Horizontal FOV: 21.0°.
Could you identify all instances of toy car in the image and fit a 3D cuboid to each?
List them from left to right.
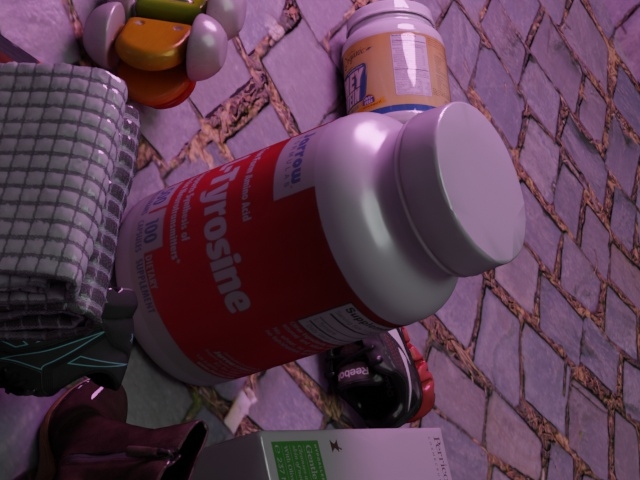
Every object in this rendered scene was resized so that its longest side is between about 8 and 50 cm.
[{"bbox_3d":[-0.174,-0.223,1.972,0.182,0.159,0.136,-70,165,-47],"label":"toy car"}]

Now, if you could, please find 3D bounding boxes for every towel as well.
[{"bbox_3d":[-0.311,-0.031,1.521,0.121,0.284,0.235,70,23,-55],"label":"towel"}]

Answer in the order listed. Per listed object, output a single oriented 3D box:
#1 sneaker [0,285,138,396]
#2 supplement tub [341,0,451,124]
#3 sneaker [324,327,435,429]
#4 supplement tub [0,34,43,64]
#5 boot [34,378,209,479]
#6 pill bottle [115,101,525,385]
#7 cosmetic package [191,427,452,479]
[{"bbox_3d":[-0.285,0.098,1.612,0.267,0.101,0.106,-2,95,-36],"label":"sneaker"},{"bbox_3d":[0.104,-0.214,2.370,0.144,0.144,0.199,25,53,-49],"label":"supplement tub"},{"bbox_3d":[0.051,0.117,2.148,0.135,0.098,0.276,-38,107,-60],"label":"sneaker"},{"bbox_3d":[-0.332,-0.152,1.700,0.198,0.106,0.106,34,46,-43],"label":"supplement tub"},{"bbox_3d":[-0.182,0.202,1.637,0.090,0.207,0.248,55,35,-24],"label":"boot"},{"bbox_3d":[0.000,0.000,1.838,0.229,0.408,0.229,34,46,-44],"label":"pill bottle"},{"bbox_3d":[0.001,0.315,1.911,0.365,0.155,0.197,5,68,-55],"label":"cosmetic package"}]
